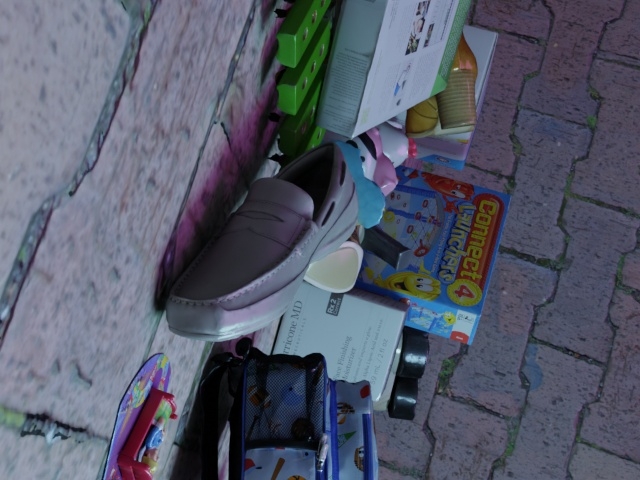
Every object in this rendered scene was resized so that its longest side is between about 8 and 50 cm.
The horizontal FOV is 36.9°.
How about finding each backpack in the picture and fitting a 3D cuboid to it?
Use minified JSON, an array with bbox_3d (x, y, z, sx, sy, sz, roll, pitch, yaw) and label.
[{"bbox_3d":[-0.036,0.284,1.161,0.276,0.213,0.263,86,11,-65],"label":"backpack"}]

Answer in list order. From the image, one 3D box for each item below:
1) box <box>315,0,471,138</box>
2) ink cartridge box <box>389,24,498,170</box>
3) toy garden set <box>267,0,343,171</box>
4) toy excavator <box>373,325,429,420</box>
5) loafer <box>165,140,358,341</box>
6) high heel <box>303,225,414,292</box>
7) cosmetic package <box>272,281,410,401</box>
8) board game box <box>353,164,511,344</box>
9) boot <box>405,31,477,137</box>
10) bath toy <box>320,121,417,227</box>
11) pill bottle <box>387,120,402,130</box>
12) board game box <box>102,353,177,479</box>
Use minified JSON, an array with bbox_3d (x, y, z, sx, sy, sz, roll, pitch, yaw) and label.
[{"bbox_3d":[0.108,-0.268,1.150,0.322,0.059,0.232,-33,142,-57],"label":"box"},{"bbox_3d":[0.231,-0.300,1.953,0.270,0.198,0.197,79,29,-73],"label":"ink cartridge box"},{"bbox_3d":[-0.015,-0.205,1.058,0.244,0.049,0.203,92,18,-54],"label":"toy garden set"},{"bbox_3d":[0.124,0.113,2.151,0.445,0.223,0.432,-85,-178,-49],"label":"toy excavator"},{"bbox_3d":[-0.054,-0.007,0.948,0.319,0.112,0.111,-48,140,-56],"label":"loafer"},{"bbox_3d":[0.000,0.000,1.514,0.261,0.186,0.093,-5,120,-44],"label":"high heel"},{"bbox_3d":[0.034,0.152,1.549,0.151,0.184,0.151,-3,109,-82],"label":"cosmetic package"},{"bbox_3d":[0.164,0.007,1.728,0.086,0.302,0.308,96,12,-48],"label":"board game box"},{"bbox_3d":[0.180,-0.268,1.461,0.295,0.104,0.211,-174,-104,-86],"label":"boot"},{"bbox_3d":[0.072,-0.115,1.501,0.348,0.129,0.151,-55,159,-68],"label":"bath toy"},{"bbox_3d":[0.115,-0.179,1.875,0.065,0.065,0.116,-17,122,-80],"label":"pill bottle"},{"bbox_3d":[-0.158,0.190,0.891,0.133,0.033,0.168,-28,134,-78],"label":"board game box"}]
